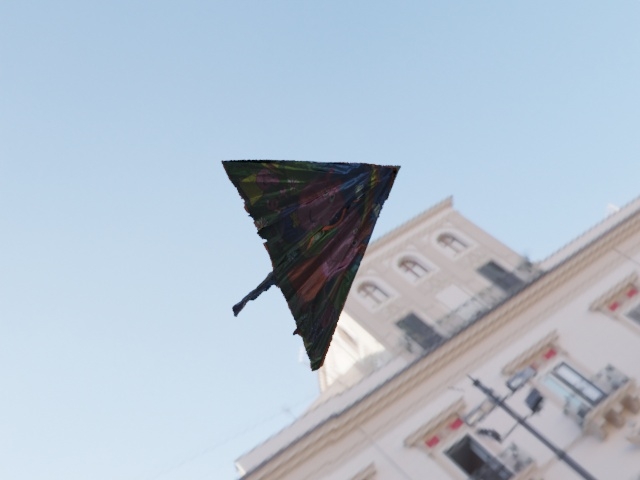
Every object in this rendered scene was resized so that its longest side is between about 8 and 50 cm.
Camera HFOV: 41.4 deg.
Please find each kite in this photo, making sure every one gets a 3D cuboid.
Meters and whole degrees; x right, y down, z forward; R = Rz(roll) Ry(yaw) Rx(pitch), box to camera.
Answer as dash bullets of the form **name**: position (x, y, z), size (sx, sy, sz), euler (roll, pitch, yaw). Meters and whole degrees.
- **kite**: position (0.000, 0.000, 0.826), size (0.234, 0.016, 0.321), euler (-44, -38, -22)
